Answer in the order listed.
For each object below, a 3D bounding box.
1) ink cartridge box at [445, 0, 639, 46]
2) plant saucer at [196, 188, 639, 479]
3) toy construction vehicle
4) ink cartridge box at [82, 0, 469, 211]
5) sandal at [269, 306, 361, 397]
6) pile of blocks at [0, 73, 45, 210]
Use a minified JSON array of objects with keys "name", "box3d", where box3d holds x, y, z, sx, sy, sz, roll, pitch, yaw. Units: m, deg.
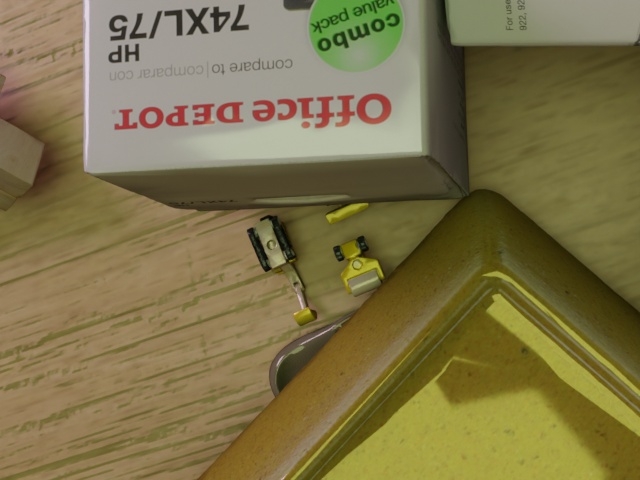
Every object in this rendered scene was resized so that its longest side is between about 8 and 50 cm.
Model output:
[{"name":"ink cartridge box","box3d":[0.219,-0.195,0.654,0.273,0.198,0.114,4,123,22]},{"name":"plant saucer","box3d":[0.111,0.175,0.705,0.333,0.081,0.333,42,83,14]},{"name":"toy construction vehicle","box3d":[0.000,0.000,0.827,0.086,0.035,0.098,-27,80,9]},{"name":"ink cartridge box","box3d":[-0.019,-0.162,0.726,0.198,0.197,0.270,-3,85,12]},{"name":"sandal","box3d":[0.041,0.067,0.809,0.180,0.049,0.072,-30,86,11]},{"name":"pile of blocks","box3d":[-0.376,-0.075,0.881,0.362,0.149,0.112,4,50,3]}]
